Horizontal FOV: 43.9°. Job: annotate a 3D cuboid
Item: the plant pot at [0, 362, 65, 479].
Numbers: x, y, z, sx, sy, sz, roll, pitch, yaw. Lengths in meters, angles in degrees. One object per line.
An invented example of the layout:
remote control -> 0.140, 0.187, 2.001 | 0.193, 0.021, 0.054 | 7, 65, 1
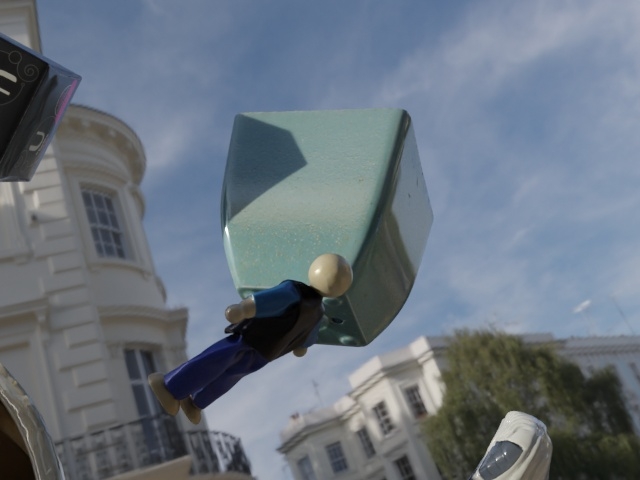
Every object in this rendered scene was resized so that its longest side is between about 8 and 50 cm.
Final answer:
plant pot -> -0.251, 0.260, 0.497 | 0.333, 0.334, 0.305 | -22, -33, -2

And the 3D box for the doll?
doll -> -0.050, 0.077, 0.660 | 0.189, 0.046, 0.129 | -37, -32, 2

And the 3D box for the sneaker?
sneaker -> 0.171, 0.230, 0.577 | 0.094, 0.153, 0.235 | -42, -30, -43

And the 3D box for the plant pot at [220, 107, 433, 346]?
plant pot -> 0.000, 0.000, 1.071 | 0.247, 0.252, 0.248 | 2, -35, 19

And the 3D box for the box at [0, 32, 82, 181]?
box -> -0.471, -0.204, 0.996 | 0.165, 0.270, 0.143 | -61, 2, 4
